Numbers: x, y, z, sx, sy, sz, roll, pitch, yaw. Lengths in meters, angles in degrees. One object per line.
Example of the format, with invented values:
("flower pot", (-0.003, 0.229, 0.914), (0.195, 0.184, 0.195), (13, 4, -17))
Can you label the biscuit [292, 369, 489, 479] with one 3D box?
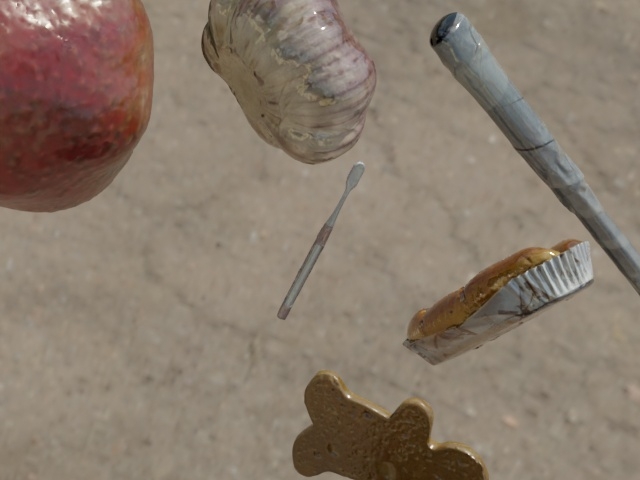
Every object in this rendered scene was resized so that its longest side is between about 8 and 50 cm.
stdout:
("biscuit", (0.073, 0.214, 1.798), (0.205, 0.138, 0.031), (19, 23, 16))

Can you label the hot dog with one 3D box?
("hot dog", (0.193, 0.068, 1.979), (0.144, 0.268, 0.075), (-17, 80, -45))

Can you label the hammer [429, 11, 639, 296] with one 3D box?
("hammer", (0.223, -0.021, 1.503), (0.427, 0.044, 0.152), (47, 50, -24))

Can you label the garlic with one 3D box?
("garlic", (-0.019, -0.136, 1.332), (0.102, 0.147, 0.159), (-31, 52, -19))

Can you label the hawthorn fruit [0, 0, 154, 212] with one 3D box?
("hawthorn fruit", (-0.336, -0.157, 1.747), (0.369, 0.285, 0.285), (-14, 51, -34))

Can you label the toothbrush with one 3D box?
("toothbrush", (0.000, 0.000, 0.942), (0.006, 0.097, 0.008), (25, 15, -10))
